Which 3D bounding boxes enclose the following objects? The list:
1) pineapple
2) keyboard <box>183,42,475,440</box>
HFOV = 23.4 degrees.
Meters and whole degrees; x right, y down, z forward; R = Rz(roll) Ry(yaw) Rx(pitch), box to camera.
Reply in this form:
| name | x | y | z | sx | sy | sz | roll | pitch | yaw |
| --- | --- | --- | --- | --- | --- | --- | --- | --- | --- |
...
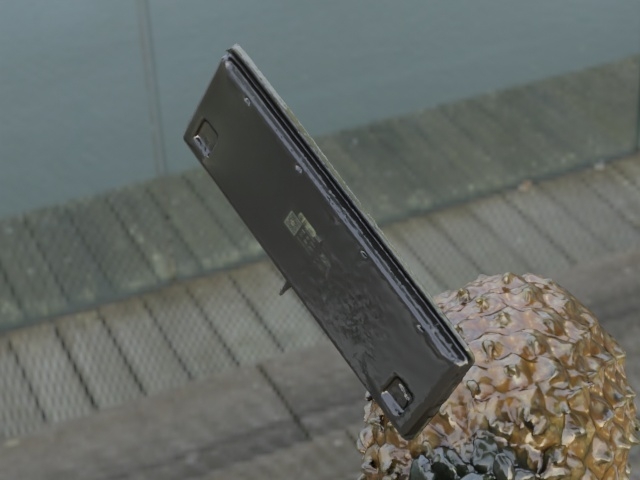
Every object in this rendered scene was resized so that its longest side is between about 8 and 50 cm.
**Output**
| name | x | y | z | sx | sy | sz | roll | pitch | yaw |
| --- | --- | --- | --- | --- | --- | --- | --- | --- | --- |
| pineapple | 0.112 | 0.155 | 1.034 | 0.202 | 0.202 | 0.362 | 4 | 16 | 11 |
| keyboard | 0.000 | 0.000 | 0.847 | 0.025 | 0.094 | 0.230 | -18 | 63 | -39 |
